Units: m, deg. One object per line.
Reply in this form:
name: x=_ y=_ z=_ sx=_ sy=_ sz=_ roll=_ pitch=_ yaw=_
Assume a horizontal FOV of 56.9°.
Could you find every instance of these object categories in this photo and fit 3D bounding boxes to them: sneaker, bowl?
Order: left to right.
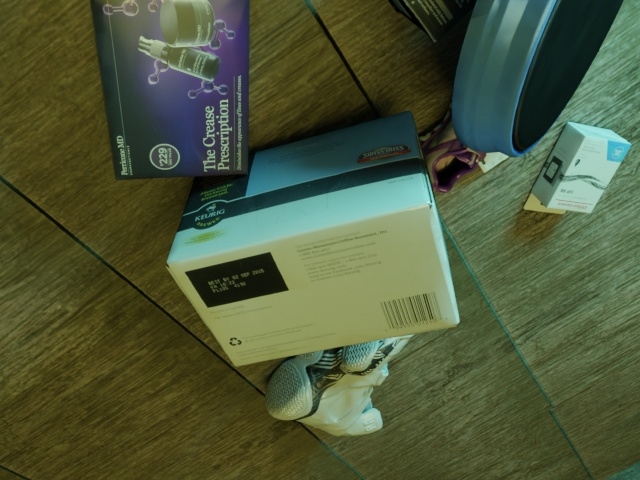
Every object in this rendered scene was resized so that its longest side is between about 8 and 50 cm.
sneaker: x=0.080 y=0.263 z=1.180 sx=0.365 sy=0.137 sz=0.210 roll=-39 pitch=127 yaw=19
sneaker: x=0.232 y=-0.166 z=0.927 sx=0.095 sy=0.105 sz=0.236 roll=28 pitch=112 yaw=-30
bowl: x=0.298 y=-0.285 z=0.731 sx=0.391 sy=0.077 sz=0.391 roll=-44 pitch=152 yaw=-31

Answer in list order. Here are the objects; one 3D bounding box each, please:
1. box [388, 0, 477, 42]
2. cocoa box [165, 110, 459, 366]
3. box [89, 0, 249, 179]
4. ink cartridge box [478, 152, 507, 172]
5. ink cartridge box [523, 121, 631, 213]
box: x=0.152 y=-0.354 z=0.732 sx=0.158 sy=0.156 sz=0.093 roll=-40 pitch=125 yaw=14
cocoa box: x=0.000 y=0.000 z=0.858 sx=0.346 sy=0.228 sz=0.232 roll=-13 pitch=129 yaw=12
box: x=-0.188 y=-0.218 z=0.770 sx=0.184 sy=0.103 sz=0.261 roll=-3 pitch=126 yaw=-11
ink cartridge box: x=0.306 y=-0.172 z=0.991 sx=0.115 sy=0.029 sz=0.063 roll=-36 pitch=127 yaw=12
ink cartridge box: x=0.456 y=-0.112 z=1.058 sx=0.104 sy=0.060 sz=0.180 roll=5 pitch=124 yaw=-20
